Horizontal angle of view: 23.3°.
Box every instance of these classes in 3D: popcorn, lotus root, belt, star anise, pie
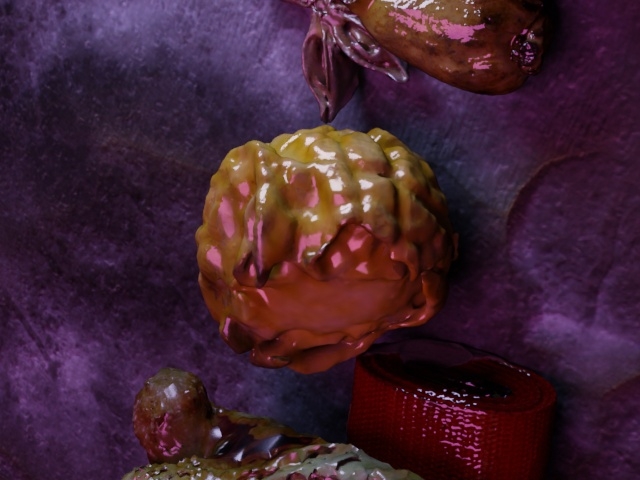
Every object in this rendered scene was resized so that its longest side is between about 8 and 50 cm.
[{"bbox_3d":[0.000,0.000,1.411,0.250,0.190,0.250,4,124,5],"label":"popcorn"},{"bbox_3d":[0.105,-0.190,1.327,0.191,0.094,0.108,18,96,12],"label":"lotus root"},{"bbox_3d":[0.117,0.175,1.434,0.201,0.128,0.124,16,112,31],"label":"belt"},{"bbox_3d":[0.022,-0.224,1.423,0.172,0.063,0.208,-40,76,33],"label":"star anise"},{"bbox_3d":[0.002,0.331,1.471,0.418,0.180,0.395,21,143,34],"label":"pie"}]
